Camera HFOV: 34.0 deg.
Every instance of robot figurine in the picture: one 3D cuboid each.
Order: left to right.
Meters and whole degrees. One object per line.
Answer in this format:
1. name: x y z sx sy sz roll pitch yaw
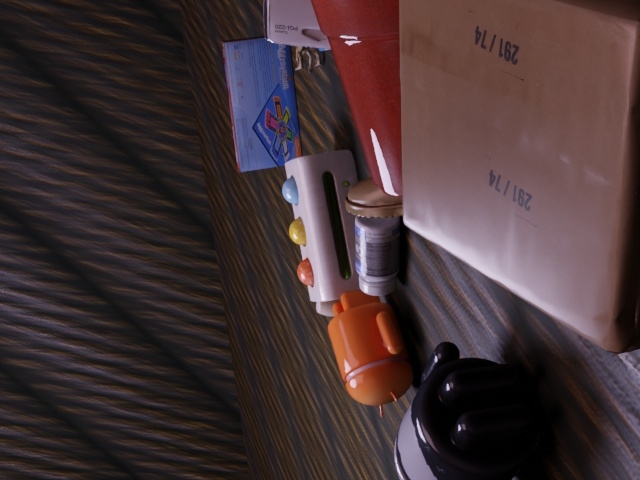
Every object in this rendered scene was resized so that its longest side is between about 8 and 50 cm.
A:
1. robot figurine: 0.089 0.197 1.853 0.128 0.158 0.219 25 -138 -57
2. robot figurine: 0.194 0.268 1.427 0.209 0.173 0.278 -58 -9 -31

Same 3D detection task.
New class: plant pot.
1. plant pot: 0.134 -0.205 1.214 0.272 0.272 0.265 -137 31 -65

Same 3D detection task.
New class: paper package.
1. paper package: 0.229 -0.108 0.965 0.325 0.168 0.309 36 135 53

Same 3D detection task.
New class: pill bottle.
1. pill bottle: 0.098 0.020 1.790 0.078 0.078 0.137 -125 29 -57

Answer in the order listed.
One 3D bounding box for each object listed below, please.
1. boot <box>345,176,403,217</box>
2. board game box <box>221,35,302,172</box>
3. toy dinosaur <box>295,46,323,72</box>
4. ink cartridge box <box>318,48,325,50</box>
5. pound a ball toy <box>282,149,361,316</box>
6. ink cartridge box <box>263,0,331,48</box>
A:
1. boot: 0.119 -0.171 1.470 0.236 0.089 0.270 1 106 38
2. board game box: -0.124 -0.295 2.248 0.027 0.145 0.281 -136 39 -69
3. toy dinosaur: -0.029 -0.378 2.023 0.183 0.053 0.093 156 104 -74
4. ink cartridge box: 0.043 -0.376 1.751 0.180 0.060 0.104 -156 57 -72
5. pound a ball toy: 0.000 0.000 2.022 0.208 0.135 0.319 173 87 -75
6. ink cartridge box: 0.017 -0.359 1.516 0.218 0.158 0.092 -72 -13 -55
